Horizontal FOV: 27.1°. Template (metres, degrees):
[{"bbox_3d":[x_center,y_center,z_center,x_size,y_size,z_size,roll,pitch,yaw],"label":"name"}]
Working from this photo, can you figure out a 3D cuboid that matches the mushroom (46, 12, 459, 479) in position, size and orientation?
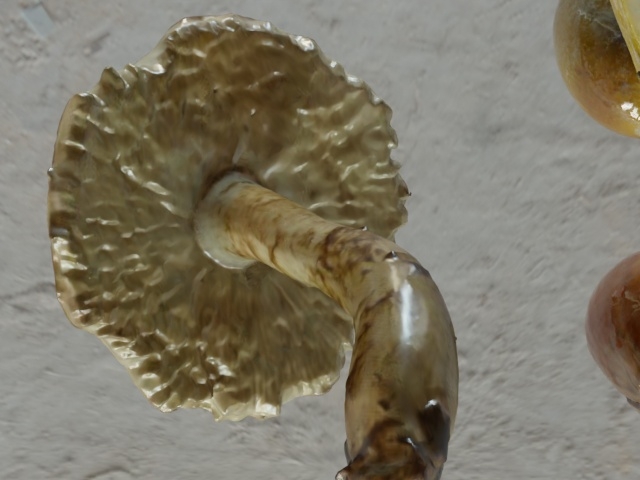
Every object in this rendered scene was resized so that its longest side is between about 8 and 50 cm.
[{"bbox_3d":[0.005,0.012,0.725,0.301,0.208,0.233,28,76,30],"label":"mushroom"}]

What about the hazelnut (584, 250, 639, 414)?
[{"bbox_3d":[0.316,0.079,1.106,0.182,0.182,0.182,0,80,1],"label":"hazelnut"}]

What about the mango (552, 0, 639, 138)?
[{"bbox_3d":[0.340,-0.239,1.404,0.192,0.146,0.316,-13,49,15],"label":"mango"}]

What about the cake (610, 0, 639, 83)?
[{"bbox_3d":[0.120,-0.100,0.414,0.079,0.116,0.185,-20,98,19],"label":"cake"}]
